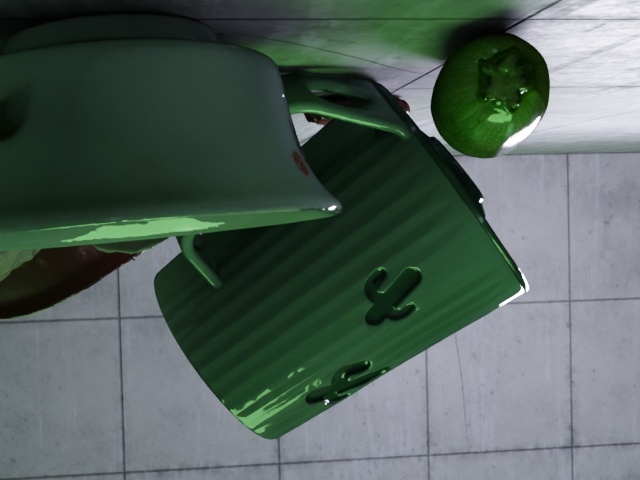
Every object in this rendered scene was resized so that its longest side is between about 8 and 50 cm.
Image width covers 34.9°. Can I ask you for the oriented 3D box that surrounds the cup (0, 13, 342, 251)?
[{"bbox_3d":[-0.163,-0.083,0.825,0.347,0.163,0.347,-7,179,0],"label":"cup"}]

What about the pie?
[{"bbox_3d":[0.052,-0.181,1.436,0.155,0.036,0.154,-1,-178,0],"label":"pie"}]

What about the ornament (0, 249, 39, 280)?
[{"bbox_3d":[-0.379,-0.061,1.003,0.260,0.225,0.259,-1,-177,0],"label":"ornament"}]

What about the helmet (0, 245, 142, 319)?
[{"bbox_3d":[-0.448,-0.075,1.563,0.385,0.230,0.337,-17,-147,-1],"label":"helmet"}]

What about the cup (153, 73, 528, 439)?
[{"bbox_3d":[0.000,-0.003,1.255,0.392,0.401,0.310,-36,-169,5],"label":"cup"}]

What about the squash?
[{"bbox_3d":[0.159,-0.133,0.977,0.107,0.107,0.395,-1,-177,6],"label":"squash"}]

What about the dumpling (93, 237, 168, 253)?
[{"bbox_3d":[-0.220,-0.088,1.365,0.293,0.204,0.163,-3,-179,33],"label":"dumpling"}]
